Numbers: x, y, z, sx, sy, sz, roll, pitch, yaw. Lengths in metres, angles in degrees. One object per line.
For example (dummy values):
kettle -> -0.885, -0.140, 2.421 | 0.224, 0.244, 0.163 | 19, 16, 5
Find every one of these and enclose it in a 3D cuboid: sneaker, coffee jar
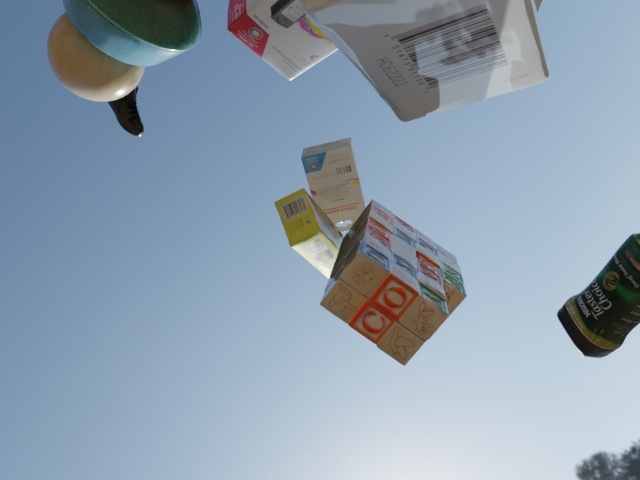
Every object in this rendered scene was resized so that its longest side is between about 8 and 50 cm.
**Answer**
sneaker -> -0.463, -0.339, 1.351 | 0.051, 0.089, 0.170 | -21, -109, -51
coffee jar -> 0.428, 0.084, 0.815 | 0.079, 0.096, 0.184 | 10, -51, -24

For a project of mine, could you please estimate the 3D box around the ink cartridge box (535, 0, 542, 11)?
ink cartridge box -> 0.194, -0.372, 0.745 | 0.114, 0.197, 0.273 | 6, -75, -53

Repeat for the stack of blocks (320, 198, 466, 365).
stack of blocks -> 0.110, 0.052, 0.796 | 0.171, 0.297, 0.087 | 35, -72, -2

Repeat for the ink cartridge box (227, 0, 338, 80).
ink cartridge box -> -0.035, -0.547, 1.329 | 0.226, 0.306, 0.131 | 30, -130, -41

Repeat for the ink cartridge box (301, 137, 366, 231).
ink cartridge box -> 0.033, -0.111, 1.183 | 0.061, 0.104, 0.181 | -86, -17, -62

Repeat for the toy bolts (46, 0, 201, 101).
toy bolts -> -0.128, -0.206, 0.382 | 0.218, 0.158, 0.229 | 0, -121, -52

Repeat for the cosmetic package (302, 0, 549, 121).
cosmetic package -> 0.087, -0.378, 0.549 | 0.230, 0.161, 0.453 | 25, -123, -59

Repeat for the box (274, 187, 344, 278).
box -> 0.000, 0.000, 0.962 | 0.232, 0.058, 0.087 | 45, -159, -62
